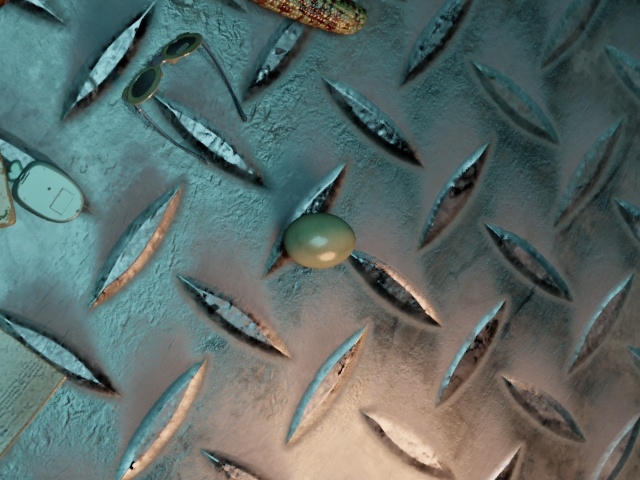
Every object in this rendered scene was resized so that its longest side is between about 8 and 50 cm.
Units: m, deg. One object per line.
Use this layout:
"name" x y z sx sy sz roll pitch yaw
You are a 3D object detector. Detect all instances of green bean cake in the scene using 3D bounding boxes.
"green bean cake" -0.609 -0.104 1.663 0.109 0.085 0.179 -15 101 -22

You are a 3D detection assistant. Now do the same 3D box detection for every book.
"book" -0.687 0.236 1.687 0.389 0.032 0.269 42 78 -20

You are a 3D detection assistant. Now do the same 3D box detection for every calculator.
"calculator" -0.508 -0.092 1.738 0.153 0.021 0.095 35 81 -22

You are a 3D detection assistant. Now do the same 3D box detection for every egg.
"egg" 0.000 0.000 1.898 0.152 0.114 0.114 -2 95 -22

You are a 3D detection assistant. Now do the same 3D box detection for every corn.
"corn" -0.025 -0.472 1.868 0.253 0.086 0.086 16 88 -25

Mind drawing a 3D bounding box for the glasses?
"glasses" -0.238 -0.268 1.796 0.220 0.088 0.190 46 77 -19

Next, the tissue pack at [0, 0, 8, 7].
"tissue pack" -0.598 -0.493 1.634 0.226 0.092 0.183 -47 108 -14
